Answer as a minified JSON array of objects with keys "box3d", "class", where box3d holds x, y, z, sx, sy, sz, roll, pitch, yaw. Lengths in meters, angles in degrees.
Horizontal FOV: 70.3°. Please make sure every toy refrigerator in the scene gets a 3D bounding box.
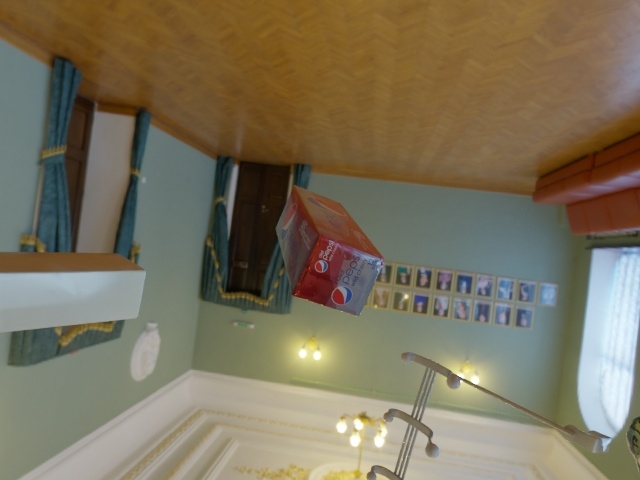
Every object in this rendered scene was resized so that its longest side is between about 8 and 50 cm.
[{"box3d":[-0.412,0.074,0.668,0.102,0.094,0.269,19,-170,37],"class":"toy refrigerator"}]

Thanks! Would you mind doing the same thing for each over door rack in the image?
[{"box3d":[0.230,0.339,0.698,0.324,0.240,0.108,17,180,40],"class":"over door rack"}]

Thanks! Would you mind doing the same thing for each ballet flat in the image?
[{"box3d":[0.460,0.313,0.605,0.070,0.070,0.188,6,137,56],"class":"ballet flat"}]

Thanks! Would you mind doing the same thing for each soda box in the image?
[{"box3d":[0.000,0.000,0.640,0.092,0.083,0.263,20,-166,-17],"class":"soda box"}]
